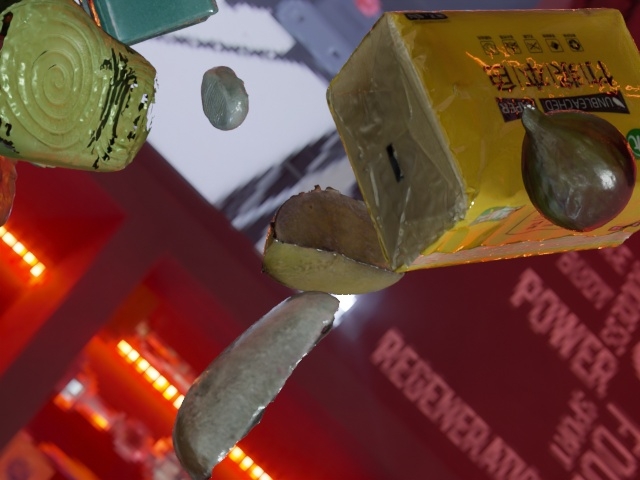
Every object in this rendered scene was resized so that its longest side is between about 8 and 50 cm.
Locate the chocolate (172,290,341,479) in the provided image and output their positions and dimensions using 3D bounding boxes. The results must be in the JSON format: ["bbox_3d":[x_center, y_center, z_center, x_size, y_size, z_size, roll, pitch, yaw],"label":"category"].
[{"bbox_3d":[-0.093,0.180,2.024,0.303,0.100,0.185,-48,176,-16],"label":"chocolate"}]

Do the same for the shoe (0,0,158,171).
[{"bbox_3d":[-0.227,-0.115,1.212,0.128,0.140,0.262,0,173,26],"label":"shoe"}]

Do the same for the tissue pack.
[{"bbox_3d":[0.243,-0.133,1.951,0.382,0.293,0.228,-5,154,-33],"label":"tissue pack"}]

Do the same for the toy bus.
[{"bbox_3d":[-0.195,-0.318,1.469,0.128,0.256,0.147,-20,-170,-10],"label":"toy bus"}]

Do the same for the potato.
[{"bbox_3d":[0.000,0.000,2.168,0.098,0.243,0.138,-46,-138,36],"label":"potato"}]

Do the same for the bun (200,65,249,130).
[{"bbox_3d":[-0.112,-0.170,1.830,0.045,0.083,0.083,-15,180,-28],"label":"bun"}]

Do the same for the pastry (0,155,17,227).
[{"bbox_3d":[-0.490,-0.100,2.094,0.218,0.100,0.229,65,22,-68],"label":"pastry"}]

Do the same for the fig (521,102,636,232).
[{"bbox_3d":[0.234,-0.077,1.466,0.109,0.155,0.103,-56,-148,-2],"label":"fig"}]
